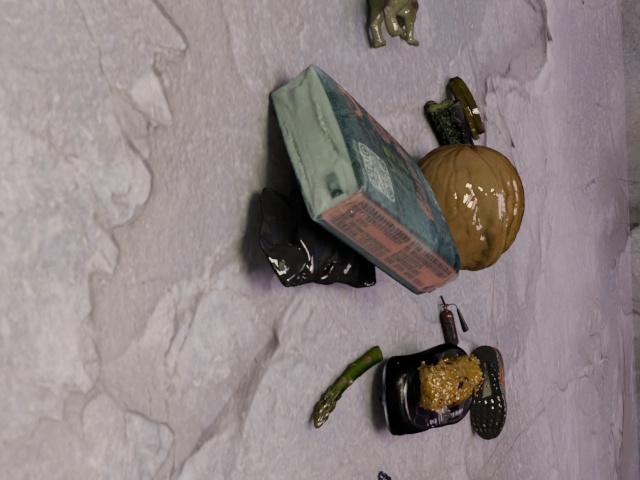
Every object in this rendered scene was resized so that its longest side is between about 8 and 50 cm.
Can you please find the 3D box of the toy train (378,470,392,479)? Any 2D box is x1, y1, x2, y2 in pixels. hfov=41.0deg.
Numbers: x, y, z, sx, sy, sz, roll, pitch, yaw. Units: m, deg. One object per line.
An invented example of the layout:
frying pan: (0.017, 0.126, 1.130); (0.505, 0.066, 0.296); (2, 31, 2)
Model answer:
toy train: (0.116, 0.414, 1.424); (0.017, 0.017, 0.083); (-58, 135, -42)

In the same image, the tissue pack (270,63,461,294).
tissue pack: (0.071, -0.075, 1.197); (0.316, 0.103, 0.227); (35, 32, -52)

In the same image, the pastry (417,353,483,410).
pastry: (0.207, 0.226, 1.373); (0.140, 0.056, 0.080); (0, 73, -42)

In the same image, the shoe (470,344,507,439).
shoe: (0.352, 0.308, 1.759); (0.077, 0.074, 0.194); (-4, 91, -63)

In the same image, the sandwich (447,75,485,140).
sandwich: (0.275, -0.260, 1.632); (0.067, 0.029, 0.135); (62, 5, -70)

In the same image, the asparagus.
asparagus: (0.045, 0.212, 1.302); (0.236, 0.027, 0.034); (-36, 109, -53)

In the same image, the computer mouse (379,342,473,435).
computer mouse: (0.169, 0.248, 1.438); (0.233, 0.096, 0.137); (-1, 82, -47)

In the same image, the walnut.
walnut: (0.244, -0.055, 1.468); (0.228, 0.228, 0.227); (1, 89, -58)

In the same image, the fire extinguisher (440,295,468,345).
fire extinguisher: (0.253, 0.153, 1.621); (0.032, 0.046, 0.100); (-60, 140, -59)

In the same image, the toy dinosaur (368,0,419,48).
toy dinosaur: (0.116, -0.395, 1.384); (0.294, 0.077, 0.162); (-20, 103, -72)

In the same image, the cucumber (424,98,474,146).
cucumber: (0.264, -0.176, 1.630); (0.245, 0.067, 0.067); (59, 43, -42)

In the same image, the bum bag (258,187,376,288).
bum bag: (0.000, 0.000, 1.187); (0.310, 0.074, 0.137); (8, 68, -64)
